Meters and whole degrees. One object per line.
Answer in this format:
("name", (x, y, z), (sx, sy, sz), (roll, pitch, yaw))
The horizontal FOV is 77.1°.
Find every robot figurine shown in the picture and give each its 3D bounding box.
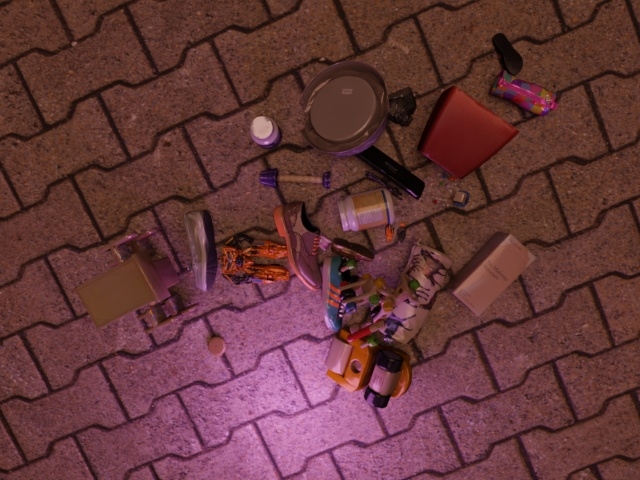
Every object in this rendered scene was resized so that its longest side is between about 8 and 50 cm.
("robot figurine", (-0.267, 0.080, 1.602), (0.292, 0.085, 0.210), (2, 95, 1))

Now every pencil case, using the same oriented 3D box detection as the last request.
("pencil case", (0.356, 0.204, 1.560), (0.184, 0.160, 0.409), (23, 96, -15))
("pencil case", (0.763, -0.552, 1.505), (0.237, 0.104, 0.104), (23, 96, 2))

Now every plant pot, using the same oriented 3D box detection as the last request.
("plant pot", (0.499, -0.376, 1.464), (0.268, 0.267, 0.235), (35, 108, -2))

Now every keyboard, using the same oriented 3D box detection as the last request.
("keyboard", (0.250, -0.254, 1.523), (0.317, 0.201, 0.033), (35, 134, 0))

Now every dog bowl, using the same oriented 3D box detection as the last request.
("dog bowl", (0.091, -0.471, 1.474), (0.349, 0.102, 0.348), (-4, 79, 21))

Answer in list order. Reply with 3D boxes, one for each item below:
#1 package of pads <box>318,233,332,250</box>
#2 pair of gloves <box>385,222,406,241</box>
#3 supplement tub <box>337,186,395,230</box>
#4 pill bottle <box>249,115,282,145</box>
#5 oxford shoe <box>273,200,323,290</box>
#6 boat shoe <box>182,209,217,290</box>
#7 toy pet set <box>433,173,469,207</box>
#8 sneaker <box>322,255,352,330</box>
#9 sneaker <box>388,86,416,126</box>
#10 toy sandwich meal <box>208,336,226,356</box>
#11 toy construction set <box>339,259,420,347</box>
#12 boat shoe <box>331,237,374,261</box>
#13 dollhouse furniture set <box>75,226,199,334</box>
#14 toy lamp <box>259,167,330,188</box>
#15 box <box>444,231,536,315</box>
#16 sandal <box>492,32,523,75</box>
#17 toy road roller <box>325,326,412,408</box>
("package of pads", (0.000, 0.000, 1.614), (0.083, 0.032, 0.050), (35, 99, -2))
("pair of gloves", (0.302, -0.034, 1.613), (0.084, 0.010, 0.074), (-3, 94, -1))
("supplement tub", (0.173, -0.116, 1.542), (0.200, 0.144, 0.144), (-12, 95, 3))
("pill bottle", (-0.207, -0.407, 1.506), (0.108, 0.180, 0.107), (0, 95, 2))
("oxford shoe", (-0.054, 0.023, 1.546), (0.133, 0.130, 0.363), (-18, 103, 21))
("boat shoe", (-0.482, 0.042, 1.594), (0.103, 0.118, 0.319), (-6, 91, 8))
("toy pet set", (0.524, -0.183, 1.581), (0.114, 0.065, 0.122), (22, 93, 34))
("sneaker", (0.079, 0.211, 1.580), (0.121, 0.108, 0.301), (0, 95, 23))
("sneaker", (0.265, -0.481, 1.534), (0.228, 0.087, 0.130), (-24, 88, -2))
("toy sandwich meal", (-0.428, 0.441, 1.670), (0.086, 0.029, 0.085), (0, 87, 10))
("toy construction set", (0.216, 0.208, 1.386), (0.237, 0.308, 0.257), (-31, 111, 26))
("boat shoe", (0.127, 0.047, 1.606), (0.178, 0.064, 0.060), (21, 126, 1))
("dollhouse furniture set", (-0.612, 0.136, 1.456), (0.257, 0.394, 0.361), (-26, 93, 13))
("toy lamp", (-0.100, -0.243, 1.571), (0.275, 0.080, 0.080), (1, 95, 1))
("box", (0.655, 0.126, 1.563), (0.148, 0.121, 0.311), (41, 95, -2))
("sandal", (0.711, -0.706, 1.530), (0.067, 0.040, 0.179), (-23, 80, -2))
("toy road roller", (0.208, 0.493, 1.599), (0.330, 0.241, 0.202), (22, 97, 37))
